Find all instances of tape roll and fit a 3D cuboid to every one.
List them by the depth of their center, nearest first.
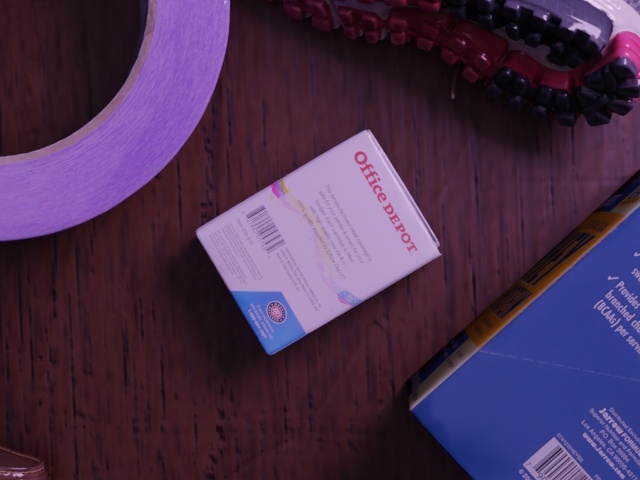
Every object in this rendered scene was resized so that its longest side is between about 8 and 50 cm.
[{"bbox_3d":[-0.192,-0.138,0.879,0.274,0.090,0.275,0,92,-11],"label":"tape roll"}]

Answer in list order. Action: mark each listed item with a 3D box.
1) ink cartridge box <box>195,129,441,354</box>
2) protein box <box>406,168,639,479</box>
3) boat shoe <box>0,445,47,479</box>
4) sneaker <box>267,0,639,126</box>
[{"bbox_3d":[0.000,0.000,0.920,0.122,0.052,0.088,-30,90,3],"label":"ink cartridge box"},{"bbox_3d":[0.188,0.095,0.874,0.201,0.136,0.200,-42,89,2],"label":"protein box"},{"bbox_3d":[-0.252,0.122,0.925,0.178,0.064,0.060,12,93,4],"label":"boat shoe"},{"bbox_3d":[0.063,-0.175,0.896,0.299,0.121,0.112,26,63,2],"label":"sneaker"}]
